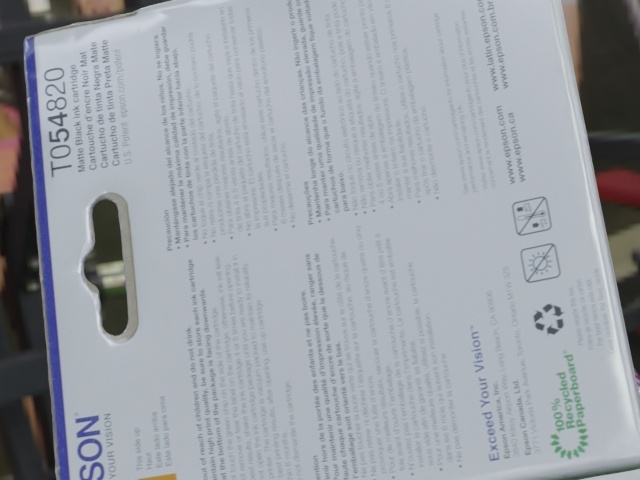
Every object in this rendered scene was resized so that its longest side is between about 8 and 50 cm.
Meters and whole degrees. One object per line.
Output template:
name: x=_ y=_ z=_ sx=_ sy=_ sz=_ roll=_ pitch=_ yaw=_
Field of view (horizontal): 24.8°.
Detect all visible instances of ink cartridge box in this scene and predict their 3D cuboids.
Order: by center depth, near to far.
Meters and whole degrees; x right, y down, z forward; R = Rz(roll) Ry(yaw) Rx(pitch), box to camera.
ink cartridge box: x=0.000 y=0.000 z=0.580 sx=0.224 sy=0.223 sz=0.045 roll=-10 pitch=-17 yaw=9

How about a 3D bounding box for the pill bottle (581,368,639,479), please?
pill bottle: x=0.106 y=0.113 z=0.837 sx=0.169 sy=0.169 sz=0.301 roll=-12 pitch=47 yaw=-24
